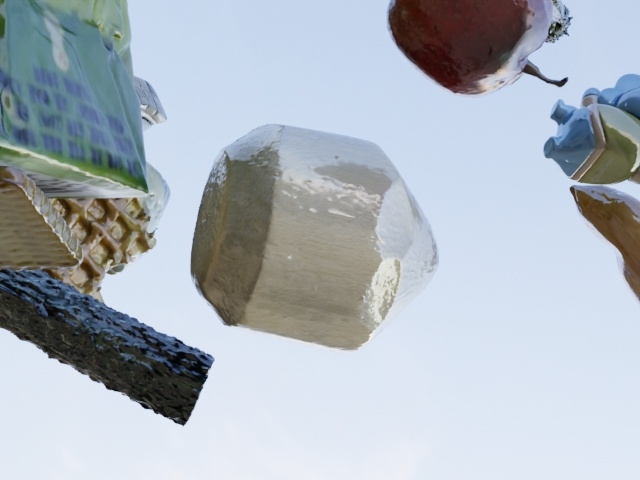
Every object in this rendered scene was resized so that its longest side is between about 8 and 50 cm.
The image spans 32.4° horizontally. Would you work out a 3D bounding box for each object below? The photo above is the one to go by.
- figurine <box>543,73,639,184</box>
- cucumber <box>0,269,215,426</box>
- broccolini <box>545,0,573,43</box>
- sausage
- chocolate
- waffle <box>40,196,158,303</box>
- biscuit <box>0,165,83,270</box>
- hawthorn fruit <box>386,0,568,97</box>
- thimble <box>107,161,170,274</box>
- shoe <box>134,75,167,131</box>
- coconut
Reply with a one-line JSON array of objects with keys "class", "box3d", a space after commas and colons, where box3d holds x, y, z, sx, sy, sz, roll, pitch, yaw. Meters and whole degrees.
[{"class": "figurine", "box3d": [0.425, -0.153, 1.531, 0.261, 0.180, 0.154, 6, -60, -14]}, {"class": "cucumber", "box3d": [-0.299, 0.099, 1.306, 0.359, 0.096, 0.096, 28, -37, -3]}, {"class": "broccolini", "box3d": [0.265, -0.262, 1.270, 0.054, 0.239, 0.051, 27, -80, 9]}, {"class": "sausage", "box3d": [0.510, 0.043, 1.675, 0.116, 0.134, 0.354, -37, -88, 17]}, {"class": "chocolate", "box3d": [-0.297, -0.189, 1.032, 0.137, 0.301, 0.289, -12, -101, 19]}, {"class": "waffle", "box3d": [-0.356, -0.011, 1.527, 0.281, 0.301, 0.058, 22, -14, -37]}, {"class": "biscuit", "box3d": [-0.353, -0.018, 0.971, 0.254, 0.029, 0.172, -1, -26, 8]}, {"class": "hawthorn fruit", "box3d": [0.160, -0.210, 1.065, 0.194, 0.157, 0.157, 43, -37, 8]}, {"class": "thimble", "box3d": [-0.379, -0.075, 1.719, 0.254, 0.167, 0.288, 18, -21, 23]}, {"class": "shoe", "box3d": [-0.235, -0.154, 1.248, 0.071, 0.143, 0.064, -34, -107, 17]}, {"class": "coconut", "box3d": [0.000, 0.000, 1.191, 0.265, 0.238, 0.237, 16, -35, -14]}]
